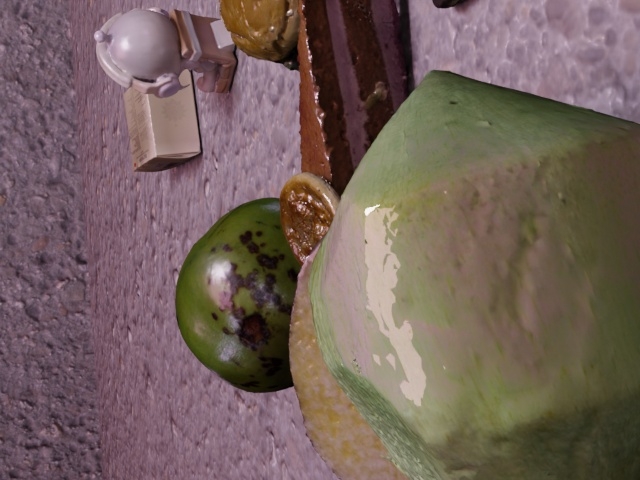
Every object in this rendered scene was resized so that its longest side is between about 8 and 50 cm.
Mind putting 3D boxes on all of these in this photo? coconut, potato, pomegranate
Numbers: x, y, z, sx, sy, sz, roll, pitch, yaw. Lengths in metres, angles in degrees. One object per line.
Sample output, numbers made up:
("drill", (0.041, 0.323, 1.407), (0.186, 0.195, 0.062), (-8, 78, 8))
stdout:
("coconut", (0.129, 0.028, 0.720), (0.328, 0.281, 0.328), (-15, -90, -75))
("potato", (0.097, 0.107, 0.976), (0.239, 0.116, 0.299), (3, 108, 28))
("pomegranate", (-0.056, 0.078, 1.229), (0.270, 0.254, 0.254), (42, 138, 29))

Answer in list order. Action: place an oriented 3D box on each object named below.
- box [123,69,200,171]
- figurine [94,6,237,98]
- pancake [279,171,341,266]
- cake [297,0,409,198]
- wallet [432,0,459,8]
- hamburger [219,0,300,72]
("box", (-0.311, -0.229, 1.914), (0.212, 0.095, 0.168), (171, 94, -68))
("figurine", (-0.255, -0.303, 1.594), (0.141, 0.237, 0.162), (-49, 54, 51))
("pancake", (0.000, 0.000, 1.068), (0.158, 0.028, 0.158), (46, 148, 40))
("cake", (0.033, -0.140, 1.087), (0.113, 0.116, 0.295), (-154, 57, -62))
("wallet", (0.123, -0.350, 0.913), (0.182, 0.049, 0.229), (148, 111, -65))
("hamburger", (-0.027, -0.347, 1.134), (0.211, 0.132, 0.308), (12, 102, 60))
